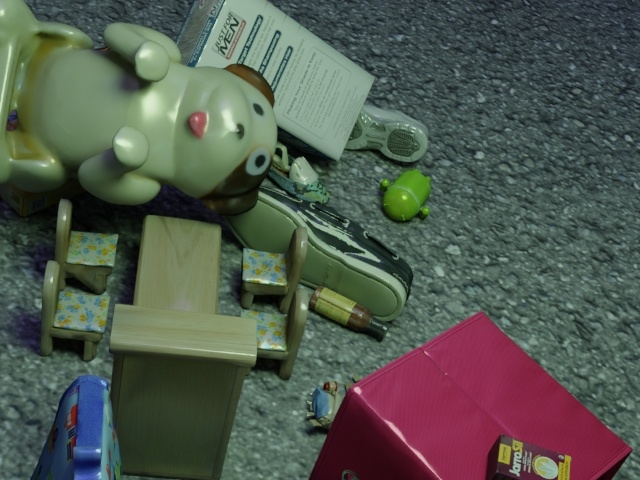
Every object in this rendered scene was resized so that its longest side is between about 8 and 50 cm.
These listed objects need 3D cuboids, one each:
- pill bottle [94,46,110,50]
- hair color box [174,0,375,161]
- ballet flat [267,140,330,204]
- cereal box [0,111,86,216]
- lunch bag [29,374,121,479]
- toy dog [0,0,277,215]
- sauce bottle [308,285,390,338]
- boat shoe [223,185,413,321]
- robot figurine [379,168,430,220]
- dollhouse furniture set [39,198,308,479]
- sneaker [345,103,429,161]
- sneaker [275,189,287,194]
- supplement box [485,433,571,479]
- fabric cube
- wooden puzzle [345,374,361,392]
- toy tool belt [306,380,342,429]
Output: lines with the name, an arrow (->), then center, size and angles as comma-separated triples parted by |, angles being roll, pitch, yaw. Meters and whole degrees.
pill bottle -> -0.359, -0.266, 1.774 | 0.246, 0.130, 0.130 | -6, 35, 25
hair color box -> -0.081, -0.286, 1.775 | 0.347, 0.174, 0.105 | 28, -7, -40
ballet flat -> -0.060, -0.131, 1.824 | 0.188, 0.070, 0.070 | 32, 44, 16
cereal box -> -0.493, -0.148, 1.719 | 0.240, 0.047, 0.173 | 38, 45, 23
lunch bag -> -0.265, 0.305, 1.117 | 0.138, 0.293, 0.221 | 4, 43, -13
toy dog -> -0.268, -0.160, 1.546 | 0.408, 0.395, 0.284 | 8, 75, 4
sauce bottle -> 0.045, 0.114, 1.610 | 0.128, 0.042, 0.042 | 28, 43, 10
boat shoe -> 0.002, -0.003, 1.659 | 0.340, 0.127, 0.113 | 28, 41, 11
robot figurine -> 0.152, -0.079, 1.831 | 0.101, 0.067, 0.115 | 36, 44, 4
dollhouse furniture set -> -0.192, 0.084, 1.407 | 0.362, 0.256, 0.394 | 7, 42, -10
sneaker -> 0.099, -0.217, 1.965 | 0.232, 0.090, 0.115 | 23, 25, 8
sneaker -> -0.044, -0.054, 1.755 | 0.134, 0.051, 0.070 | 1, 49, -10
supplement box -> 0.227, 0.255, 1.136 | 0.083, 0.043, 0.055 | 18, 45, 0
fabric cube -> 0.174, 0.296, 1.296 | 0.259, 0.254, 0.258 | -24, 57, -37
wooden puzzle -> 0.063, 0.230, 1.515 | 0.049, 0.006, 0.083 | 4, 43, -14
toy tool belt -> 0.003, 0.230, 1.464 | 0.051, 0.052, 0.083 | 9, 41, -20
